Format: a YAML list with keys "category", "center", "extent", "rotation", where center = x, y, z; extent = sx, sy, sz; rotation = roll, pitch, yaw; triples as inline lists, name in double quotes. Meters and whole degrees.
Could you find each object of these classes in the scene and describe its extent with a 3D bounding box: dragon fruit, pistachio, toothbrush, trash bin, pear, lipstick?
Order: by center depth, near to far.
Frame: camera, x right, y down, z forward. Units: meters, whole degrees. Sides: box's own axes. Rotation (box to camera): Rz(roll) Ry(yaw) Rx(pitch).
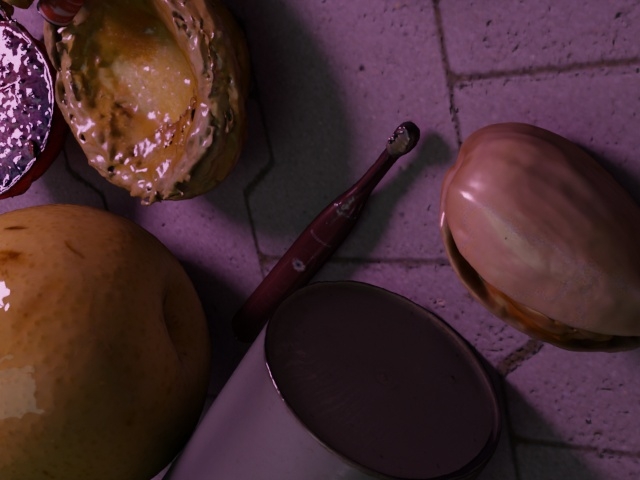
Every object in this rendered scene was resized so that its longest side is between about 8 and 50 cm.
- category: "pistachio"
  center: [0.196, 0.003, 0.988]
  extent: [0.229, 0.157, 0.157]
  rotation: [43, 131, 9]
- category: "lipstick"
  center: [-0.229, -0.264, 1.140]
  extent: [0.038, 0.038, 0.130]
  rotation: [52, 126, 9]
- category: "trash bin"
  center: [-0.026, 0.272, 1.202]
  extent: [0.280, 0.280, 0.432]
  rotation: [43, 128, 16]
- category: "toothbrush"
  center: [0.001, 0.000, 1.211]
  extent: [0.041, 0.041, 0.364]
  rotation: [50, 133, 10]
- category: "pear"
  center: [-0.285, 0.125, 1.300]
  extent: [0.348, 0.348, 0.348]
  rotation: [18, 120, 33]
- category: "dragon fruit"
  center: [-0.376, -0.148, 1.406]
  extent: [0.218, 0.148, 0.224]
  rotation: [-32, 77, 13]

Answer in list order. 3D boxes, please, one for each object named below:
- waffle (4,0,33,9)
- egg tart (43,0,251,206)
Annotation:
- category: "waffle"
  center: [-0.256, -0.338, 1.178]
  extent: [0.057, 0.219, 0.229]
  rotation: [31, 93, -16]
- category: "egg tart"
  center: [-0.171, -0.179, 1.216]
  extent: [0.288, 0.118, 0.288]
  rotation: [18, 121, 33]
